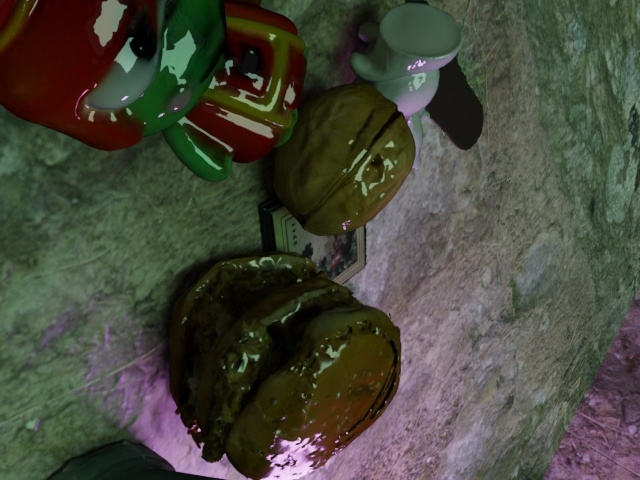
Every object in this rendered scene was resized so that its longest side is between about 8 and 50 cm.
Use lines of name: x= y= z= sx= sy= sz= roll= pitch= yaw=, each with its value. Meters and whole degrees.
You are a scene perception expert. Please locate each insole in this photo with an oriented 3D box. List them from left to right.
insole: x=0.173 y=-0.221 z=1.132 sx=0.111 sy=0.007 sz=0.328 roll=-61 pitch=144 yaw=-7

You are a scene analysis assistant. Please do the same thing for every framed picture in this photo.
framed picture: x=0.000 y=0.000 z=1.015 sx=0.199 sy=0.010 sz=0.195 roll=-34 pitch=133 yaw=-38

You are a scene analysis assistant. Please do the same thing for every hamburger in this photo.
hamburger: x=-0.047 y=0.135 z=0.863 sx=0.245 sy=0.211 sz=0.260 roll=-51 pitch=145 yaw=-9

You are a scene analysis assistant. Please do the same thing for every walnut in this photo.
walnut: x=0.026 y=-0.095 z=0.893 sx=0.180 sy=0.144 sz=0.144 roll=-46 pitch=140 yaw=-14

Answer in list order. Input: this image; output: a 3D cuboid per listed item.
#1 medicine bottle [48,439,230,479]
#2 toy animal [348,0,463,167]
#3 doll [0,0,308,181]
medicine bottle: x=-0.138 y=0.347 z=0.774 sx=0.245 sy=0.290 sz=0.245 roll=-27 pitch=126 yaw=-44
toy animal: x=0.092 y=-0.184 z=0.986 sx=0.221 sy=0.131 sz=0.104 roll=97 pitch=-9 yaw=-58
doll: x=-0.162 y=-0.162 z=0.585 sx=0.363 sy=0.160 sz=0.182 roll=16 pitch=87 yaw=-52
